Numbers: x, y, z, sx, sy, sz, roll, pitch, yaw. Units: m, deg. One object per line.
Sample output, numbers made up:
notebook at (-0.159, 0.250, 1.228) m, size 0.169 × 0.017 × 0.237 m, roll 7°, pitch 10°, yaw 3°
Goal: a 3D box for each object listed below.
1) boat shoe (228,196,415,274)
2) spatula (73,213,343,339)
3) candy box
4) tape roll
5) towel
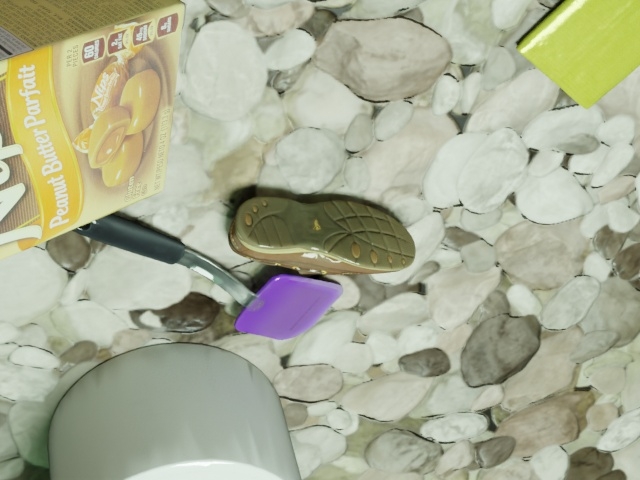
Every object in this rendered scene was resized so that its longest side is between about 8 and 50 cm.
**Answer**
boat shoe at (0.000, 0.000, 1.424) m, size 0.178 × 0.064 × 0.060 m, roll 8°, pitch 155°, yaw -18°
spatula at (-0.111, 0.027, 1.428) m, size 0.296 × 0.030 × 0.084 m, roll 25°, pitch 119°, yaw -29°
candy box at (-0.252, -0.080, 1.173) m, size 0.316 × 0.087 × 0.183 m, roll -28°, pitch 139°, yaw -41°
tape roll at (-0.140, 0.245, 1.499) m, size 0.246 × 0.169 × 0.246 m, roll -7°, pitch 127°, yaw -9°
towel at (0.288, -0.223, 1.350) m, size 0.102 × 0.021 × 0.237 m, roll 36°, pitch 112°, yaw -27°
